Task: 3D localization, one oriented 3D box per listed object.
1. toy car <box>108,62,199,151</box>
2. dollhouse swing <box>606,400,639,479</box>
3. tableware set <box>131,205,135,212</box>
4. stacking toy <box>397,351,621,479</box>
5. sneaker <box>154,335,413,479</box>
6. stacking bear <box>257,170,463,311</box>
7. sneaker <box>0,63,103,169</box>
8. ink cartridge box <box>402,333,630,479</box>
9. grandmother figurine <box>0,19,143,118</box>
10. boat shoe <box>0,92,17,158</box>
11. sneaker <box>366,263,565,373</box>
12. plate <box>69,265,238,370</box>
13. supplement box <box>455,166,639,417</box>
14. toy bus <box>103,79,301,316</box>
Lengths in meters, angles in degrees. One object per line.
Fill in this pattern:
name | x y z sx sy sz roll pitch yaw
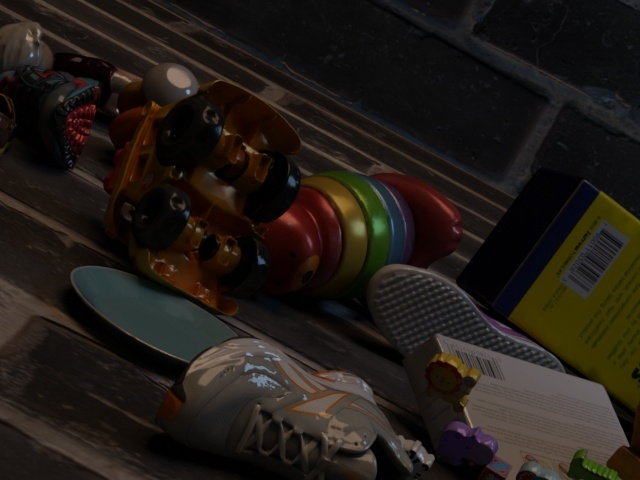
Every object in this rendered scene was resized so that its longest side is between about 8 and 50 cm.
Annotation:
toy car | -0.180 -0.120 2.079 0.182 0.159 0.136 26 46 -12
dollhouse swing | 0.539 0.220 1.609 0.315 0.347 0.305 40 2 -45
tableware set | -0.132 -0.017 1.942 0.194 0.039 0.128 20 15 -36
stacking toy | 0.171 0.207 1.516 0.221 0.052 0.167 31 34 6
sneaker | -0.015 0.156 1.348 0.262 0.099 0.121 14 23 -48
stacking bear | 0.000 0.000 1.906 0.164 0.175 0.289 47 28 26
sneaker | -0.333 -0.153 1.973 0.125 0.104 0.262 17 5 -8
ink cartridge box | 0.228 0.229 1.690 0.275 0.060 0.239 19 40 -39
grandmother figurine | -0.297 -0.208 2.256 0.342 0.104 0.208 19 -12 -29
boat shoe | -0.367 -0.138 1.862 0.064 0.060 0.178 25 12 -14
sneaker | 0.146 0.102 1.963 0.282 0.102 0.161 35 5 -26
plate | -0.150 0.080 1.528 0.188 0.024 0.188 27 11 -6
supplement box | 0.381 0.093 2.082 0.356 0.195 0.194 36 0 -11
toy bus | -0.153 -0.040 1.717 0.211 0.220 0.149 -2 -28 45
